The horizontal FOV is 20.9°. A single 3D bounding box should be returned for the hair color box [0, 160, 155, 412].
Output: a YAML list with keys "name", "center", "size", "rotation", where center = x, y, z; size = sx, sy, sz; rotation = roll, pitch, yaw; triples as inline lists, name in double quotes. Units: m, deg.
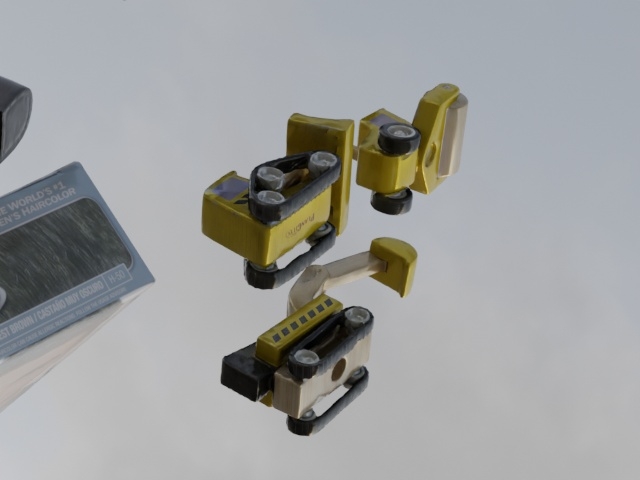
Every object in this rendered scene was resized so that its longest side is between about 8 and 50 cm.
- name: "hair color box"
  center: [-0.307, 0.096, 1.327]
  size: [0.374, 0.185, 0.114]
  rotation: [-38, -97, 45]

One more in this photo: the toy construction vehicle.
- name: "toy construction vehicle"
  center: [0.000, 0.000, 0.461]
  size: [0.035, 0.098, 0.086]
  rotation: [22, -52, 26]

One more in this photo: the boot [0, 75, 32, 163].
- name: "boot"
  center: [-0.429, -0.112, 1.515]
  size: [0.280, 0.264, 0.096]
  rotation: [16, -53, 8]
